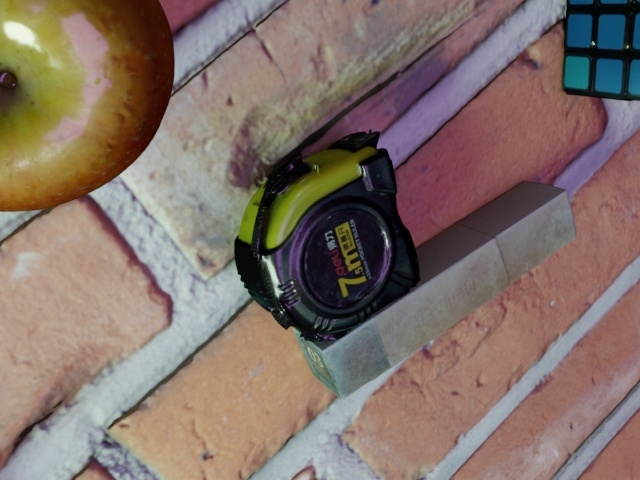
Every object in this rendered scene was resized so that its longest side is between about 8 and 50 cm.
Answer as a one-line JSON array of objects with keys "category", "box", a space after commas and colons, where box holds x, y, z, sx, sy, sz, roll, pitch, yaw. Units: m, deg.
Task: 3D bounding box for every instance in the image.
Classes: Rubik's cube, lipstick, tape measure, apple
[{"category": "Rubik's cube", "box": [0.408, -0.259, 0.860, 0.163, 0.162, 0.160, -13, 111, -27]}, {"category": "lipstick", "box": [0.147, 0.048, 0.854, 0.372, 0.080, 0.076, -31, 116, -19]}, {"category": "tape measure", "box": [0.000, 0.000, 0.740, 0.186, 0.112, 0.199, -29, 112, -27]}, {"category": "apple", "box": [-0.232, -0.131, 0.536, 0.235, 0.173, 0.210, 1, 109, -21]}]
